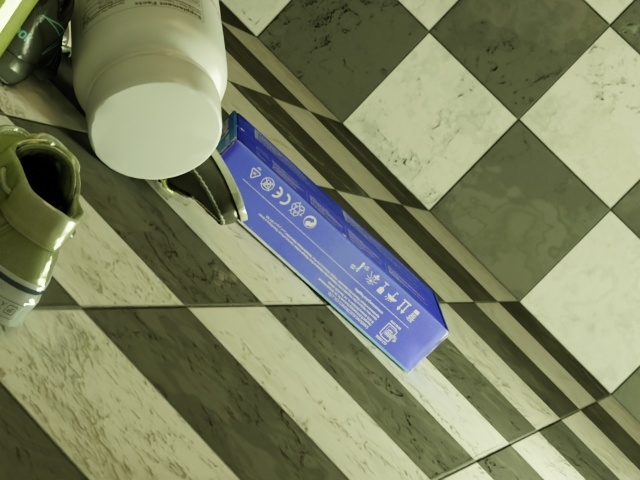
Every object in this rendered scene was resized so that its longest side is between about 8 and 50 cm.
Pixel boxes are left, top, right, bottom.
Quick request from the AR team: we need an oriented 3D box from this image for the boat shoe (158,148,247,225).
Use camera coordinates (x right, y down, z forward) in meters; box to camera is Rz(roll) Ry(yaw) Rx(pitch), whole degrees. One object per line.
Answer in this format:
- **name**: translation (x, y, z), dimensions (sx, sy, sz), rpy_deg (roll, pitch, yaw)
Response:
- **boat shoe**: translation (-0.155, -0.089, 2.004), dimensions (0.228, 0.068, 0.081), rpy_deg (52, -19, 36)

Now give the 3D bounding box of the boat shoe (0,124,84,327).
- **boat shoe**: translation (-0.214, -0.029, 1.372), dimensions (0.109, 0.094, 0.302), rpy_deg (40, 10, -21)

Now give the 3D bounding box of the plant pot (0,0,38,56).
- **plant pot**: translation (-0.298, -0.204, 1.294), dimensions (0.276, 0.254, 0.276), rpy_deg (42, 9, -8)

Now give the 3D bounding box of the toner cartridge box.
- **toner cartridge box**: translation (0.000, 0.000, 2.238), dimensions (0.348, 0.075, 0.165), rpy_deg (42, 8, -12)

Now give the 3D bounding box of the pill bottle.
- **pill bottle**: translation (-0.181, -0.207, 1.949), dimensions (0.160, 0.160, 0.283), rpy_deg (37, 30, -37)

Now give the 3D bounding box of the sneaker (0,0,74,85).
- **sneaker**: translation (-0.288, -0.224, 1.907), dimensions (0.101, 0.106, 0.267), rpy_deg (41, 8, -10)

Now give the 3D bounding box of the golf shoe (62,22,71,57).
- **golf shoe**: translation (-0.316, -0.296, 2.068), dimensions (0.273, 0.120, 0.105), rpy_deg (36, 10, -48)
